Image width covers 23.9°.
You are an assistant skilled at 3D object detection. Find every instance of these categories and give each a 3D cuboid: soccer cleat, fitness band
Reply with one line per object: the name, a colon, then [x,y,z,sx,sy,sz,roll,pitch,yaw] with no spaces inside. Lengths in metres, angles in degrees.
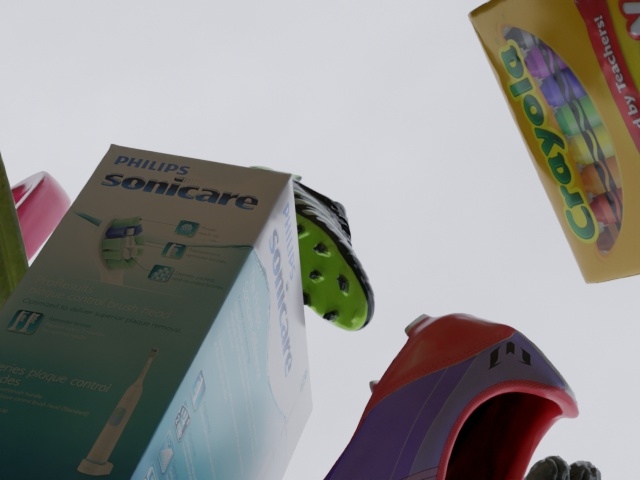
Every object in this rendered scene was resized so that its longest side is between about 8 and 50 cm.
soccer cleat: [0.000,0.000,1.101,0.072,0.060,0.179,-2,-143,-36]
fitness band: [-0.356,0.025,1.521,0.209,0.054,0.291,-34,-164,22]
soccer cleat: [0.028,0.148,0.696,0.248,0.083,0.095,-59,-146,0]

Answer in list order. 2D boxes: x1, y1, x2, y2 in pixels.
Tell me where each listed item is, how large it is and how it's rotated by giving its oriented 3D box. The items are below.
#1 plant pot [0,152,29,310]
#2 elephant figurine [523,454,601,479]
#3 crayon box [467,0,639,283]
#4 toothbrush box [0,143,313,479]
plant pot: [-0.343,0.017,1.002,0.254,0.276,0.276,-14,-140,-18]
elephant figurine: [0.250,0.287,1.220,0.169,0.186,0.239,-25,-144,-33]
crayon box: [0.206,-0.088,0.913,0.081,0.202,0.318,-25,-179,-24]
toothbrush box: [-0.110,0.120,0.876,0.126,0.216,0.295,11,-135,16]
